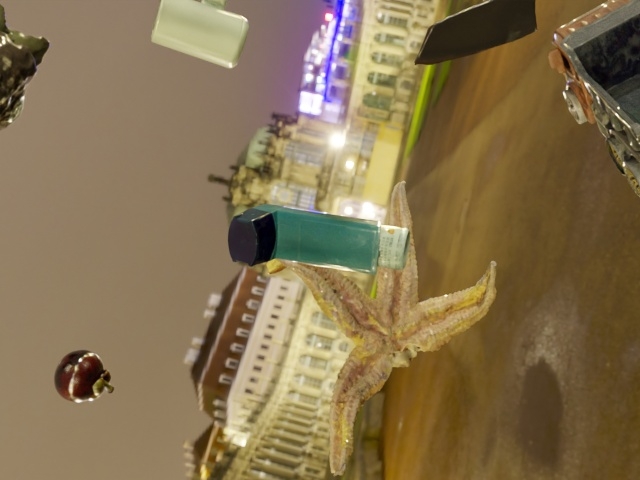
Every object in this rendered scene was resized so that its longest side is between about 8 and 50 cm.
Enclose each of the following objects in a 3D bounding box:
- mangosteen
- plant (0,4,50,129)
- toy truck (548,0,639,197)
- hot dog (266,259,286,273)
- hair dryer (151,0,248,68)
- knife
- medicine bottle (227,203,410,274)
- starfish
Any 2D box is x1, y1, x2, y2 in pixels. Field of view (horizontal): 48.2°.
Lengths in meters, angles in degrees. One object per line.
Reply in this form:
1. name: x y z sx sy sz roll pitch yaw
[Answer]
1. mangosteen: -0.362 0.206 1.084 0.081 0.081 0.081 13 -90 -86
2. plant: -0.656 -0.324 1.349 0.213 0.215 0.312 -49 18 28
3. toy truck: 0.238 -0.112 0.527 0.092 0.083 0.192 54 -164 -32
4. hot dog: -0.056 0.014 1.542 0.169 0.061 0.078 -27 -12 -26
5. hair dryer: -0.078 -0.189 0.509 0.038 0.063 0.124 160 122 -68
6. knife: 0.194 -0.232 0.732 0.028 0.230 0.060 49 163 57
7. medicine bottle: 0.000 0.000 1.065 0.124 0.258 0.079 -50 -34 -69
8. starfish: 0.106 0.124 1.207 0.384 0.398 0.132 61 -175 8
